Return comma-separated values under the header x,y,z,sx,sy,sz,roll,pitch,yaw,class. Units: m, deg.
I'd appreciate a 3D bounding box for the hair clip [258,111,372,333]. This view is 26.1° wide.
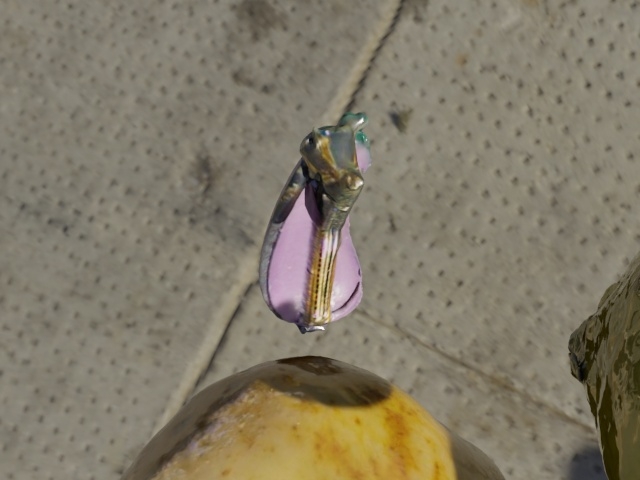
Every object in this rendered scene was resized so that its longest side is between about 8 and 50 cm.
x,y,z,sx,sy,sz,roll,pitch,yaw,class
-0.002,0.000,1.579,0.095,0.358,0.110,38,57,17,hair clip

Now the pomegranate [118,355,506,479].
x,y,z,sx,sy,sz,roll,pitch,yaw,class
0.005,0.293,1.159,0.410,0.410,0.410,-7,71,21,pomegranate

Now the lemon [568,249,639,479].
x,y,z,sx,sy,sz,roll,pitch,yaw,class
0.265,0.076,0.674,0.310,0.253,0.253,14,80,30,lemon
